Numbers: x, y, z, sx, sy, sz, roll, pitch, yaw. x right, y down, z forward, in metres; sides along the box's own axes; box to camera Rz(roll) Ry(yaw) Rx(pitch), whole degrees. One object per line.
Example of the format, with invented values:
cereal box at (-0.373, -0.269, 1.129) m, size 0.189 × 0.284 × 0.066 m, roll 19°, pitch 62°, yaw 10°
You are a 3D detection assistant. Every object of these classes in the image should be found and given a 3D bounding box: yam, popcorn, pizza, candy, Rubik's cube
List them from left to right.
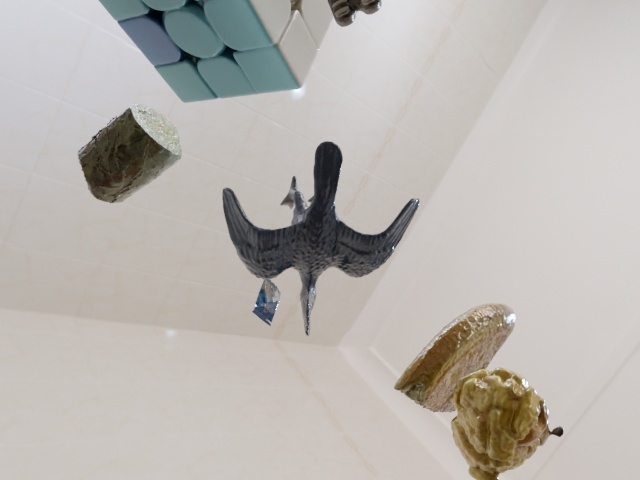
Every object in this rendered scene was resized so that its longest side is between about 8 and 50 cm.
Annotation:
yam at (-0.572, -0.255, 1.423) m, size 0.271 × 0.201 × 0.202 m, roll -40°, pitch -133°, yaw 13°
Rubik's cube at (-0.165, -0.452, 0.838) m, size 0.291 × 0.290 × 0.291 m, roll 4°, pitch -119°, yaw 29°
candy at (-0.165, 0.188, 1.513) m, size 0.038 × 0.088 × 0.136 m, roll -18°, pitch -139°, yaw 37°
pizza at (0.276, 0.210, 0.955) m, size 0.087 × 0.258 × 0.268 m, roll 38°, pitch -90°, yaw 34°
popcorn at (0.274, 0.289, 0.768) m, size 0.163 × 0.194 × 0.140 m, roll -40°, pitch -135°, yaw 0°

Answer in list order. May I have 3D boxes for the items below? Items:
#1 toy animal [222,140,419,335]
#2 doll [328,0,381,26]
toy animal at (0.000, 0.000, 0.621) m, size 0.255 × 0.239 × 0.176 m, roll 100°, pitch -16°, yaw -55°
doll at (0.012, -0.336, 0.521) m, size 0.091 × 0.067 × 0.219 m, roll -19°, pitch -97°, yaw 20°
